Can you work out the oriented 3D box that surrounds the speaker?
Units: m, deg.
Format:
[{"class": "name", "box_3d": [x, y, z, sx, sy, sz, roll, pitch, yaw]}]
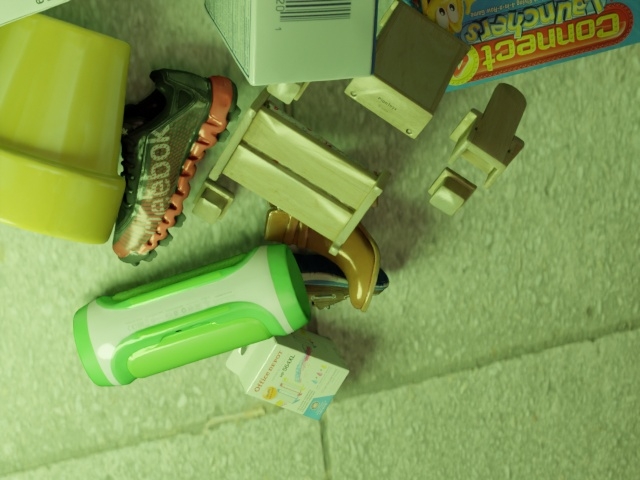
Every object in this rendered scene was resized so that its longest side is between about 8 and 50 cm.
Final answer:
[{"class": "speaker", "box_3d": [-0.169, 0.099, 2.020, 0.297, 0.131, 0.131, -18, 121, 7]}]

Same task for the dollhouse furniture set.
[{"class": "dollhouse furniture set", "box_3d": [0.052, -0.112, 1.974, 0.303, 0.174, 0.355, 33, 133, -4]}]

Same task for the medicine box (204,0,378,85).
[{"class": "medicine box", "box_3d": [-0.039, -0.352, 1.765, 0.149, 0.289, 0.263, -5, 117, -14]}]

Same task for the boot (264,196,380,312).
[{"class": "boot", "box_3d": [0.000, 0.000, 2.064, 0.152, 0.073, 0.197, -1, 83, -10]}]

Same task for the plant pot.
[{"class": "plant pot", "box_3d": [-0.338, -0.145, 1.814, 0.254, 0.254, 0.239, 15, 95, -25]}]

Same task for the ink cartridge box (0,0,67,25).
[{"class": "ink cartridge box", "box_3d": [-0.373, -0.373, 1.643, 0.122, 0.289, 0.211, -22, 121, -7]}]

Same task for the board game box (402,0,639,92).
[{"class": "board game box", "box_3d": [0.253, -0.371, 1.972, 0.308, 0.086, 0.301, -16, 119, -10]}]

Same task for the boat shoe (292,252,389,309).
[{"class": "boat shoe", "box_3d": [0.004, 0.058, 2.129, 0.183, 0.066, 0.066, 8, 126, -19]}]

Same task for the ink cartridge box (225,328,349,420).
[{"class": "ink cartridge box", "box_3d": [-0.051, 0.174, 2.149, 0.143, 0.090, 0.092, 22, 107, -27]}]

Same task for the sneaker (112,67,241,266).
[{"class": "sneaker", "box_3d": [-0.216, -0.100, 1.949, 0.135, 0.097, 0.276, 21, 106, -27]}]
